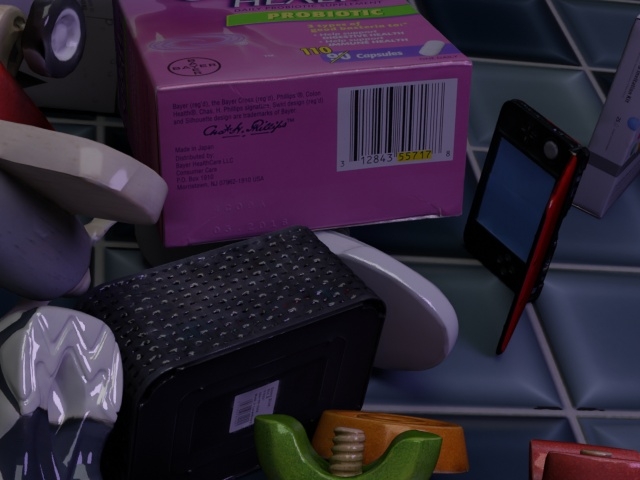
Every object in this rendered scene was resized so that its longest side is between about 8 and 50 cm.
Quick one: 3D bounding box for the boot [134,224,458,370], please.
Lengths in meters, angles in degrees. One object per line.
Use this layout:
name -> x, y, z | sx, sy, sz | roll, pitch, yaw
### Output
boot -> 0.000, 0.000, 0.930 | 0.258, 0.095, 0.123 | 22, 40, 20

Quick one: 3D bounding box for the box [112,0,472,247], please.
box -> -0.031, -0.110, 0.933 | 0.213, 0.117, 0.243 | -6, 28, -13

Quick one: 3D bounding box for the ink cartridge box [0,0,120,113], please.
ink cartridge box -> -0.181, -0.265, 1.072 | 0.394, 0.286, 0.166 | 4, 39, -10

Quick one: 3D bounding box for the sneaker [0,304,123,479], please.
sneaker -> -0.189, 0.159, 0.694 | 0.094, 0.153, 0.235 | 14, 67, -43

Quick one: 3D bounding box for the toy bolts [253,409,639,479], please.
toy bolts -> 0.076, 0.189, 0.722 | 0.228, 0.159, 0.218 | 6, -4, 8

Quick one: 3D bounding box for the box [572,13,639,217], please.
box -> 0.284, -0.129, 1.105 | 0.038, 0.186, 0.145 | 28, 39, 20

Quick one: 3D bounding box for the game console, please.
game console -> 0.138, -0.012, 0.947 | 0.085, 0.144, 0.124 | -17, 46, -34

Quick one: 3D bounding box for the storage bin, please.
storage bin -> -0.059, 0.078, 0.794 | 0.180, 0.122, 0.084 | -18, 46, -34

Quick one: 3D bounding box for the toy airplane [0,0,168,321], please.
toy airplane -> -0.316, -0.056, 0.777 | 0.384, 0.273, 0.386 | 10, 2, -24
